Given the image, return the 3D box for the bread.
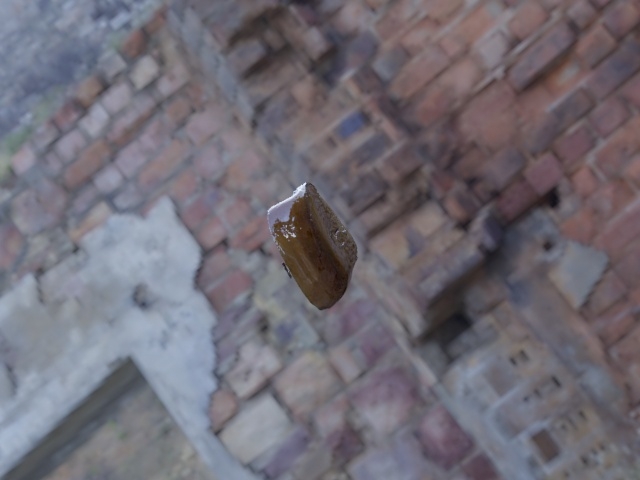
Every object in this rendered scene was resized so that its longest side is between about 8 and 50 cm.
[{"bbox_3d":[0.000,0.000,1.543,0.044,0.129,0.126,-27,15,30],"label":"bread"}]
